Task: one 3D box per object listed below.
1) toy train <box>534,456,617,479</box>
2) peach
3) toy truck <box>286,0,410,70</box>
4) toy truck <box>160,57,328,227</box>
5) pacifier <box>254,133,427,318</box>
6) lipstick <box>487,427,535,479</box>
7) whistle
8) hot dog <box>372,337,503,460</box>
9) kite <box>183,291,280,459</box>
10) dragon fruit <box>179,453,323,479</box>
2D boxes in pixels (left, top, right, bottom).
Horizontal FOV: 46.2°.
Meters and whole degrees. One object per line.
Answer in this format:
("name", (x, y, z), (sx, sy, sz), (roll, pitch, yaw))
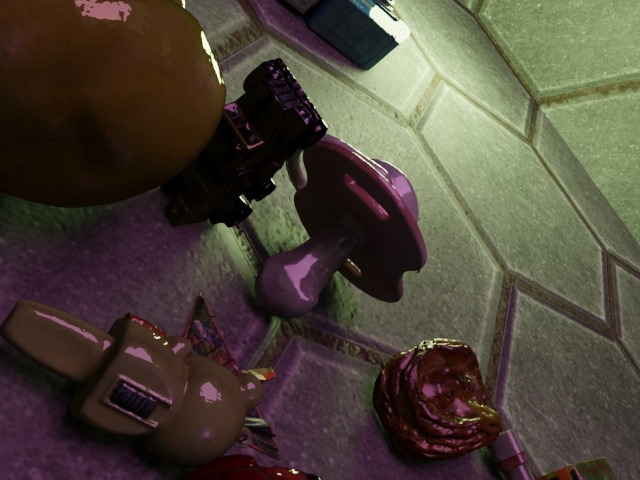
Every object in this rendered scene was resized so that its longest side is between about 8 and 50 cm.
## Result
("toy train", (0.434, 0.416, 1.270), (0.188, 0.099, 0.072), (8, 50, -46))
("peach", (-0.274, -0.187, 0.826), (0.314, 0.316, 0.281), (65, 8, -61))
("toy truck", (0.053, -0.569, 1.807), (0.367, 0.146, 0.175), (31, 40, -28))
("toy truck", (-0.114, -0.123, 1.009), (0.127, 0.257, 0.127), (-21, 74, -54))
("pacifier", (0.033, -0.006, 1.087), (0.220, 0.332, 0.273), (12, 67, -3))
("lipstick", (0.325, 0.399, 1.199), (0.063, 0.057, 0.186), (45, 21, -71))
("whistle", (-0.187, 0.145, 0.768), (0.288, 0.131, 0.106), (34, 5, -19))
("hot dog", (0.199, 0.240, 1.150), (0.259, 0.114, 0.175), (2, 56, -50))
("kite", (-0.121, 0.164, 0.927), (0.183, 0.014, 0.241), (3, 53, -51))
("dragon fruit", (-0.070, 0.292, 0.687), (0.193, 0.192, 0.274), (48, 19, 13))
